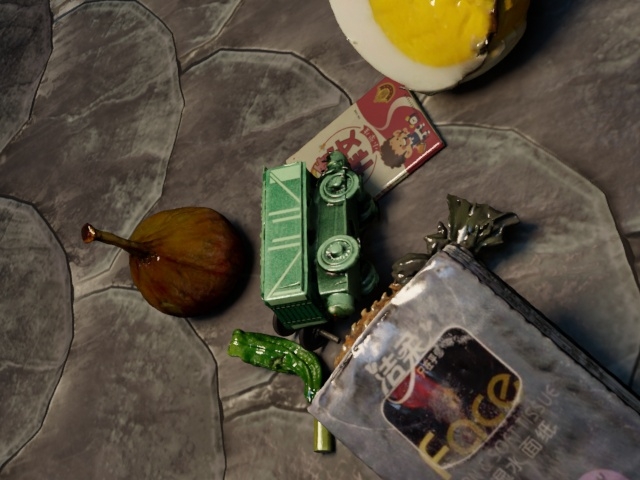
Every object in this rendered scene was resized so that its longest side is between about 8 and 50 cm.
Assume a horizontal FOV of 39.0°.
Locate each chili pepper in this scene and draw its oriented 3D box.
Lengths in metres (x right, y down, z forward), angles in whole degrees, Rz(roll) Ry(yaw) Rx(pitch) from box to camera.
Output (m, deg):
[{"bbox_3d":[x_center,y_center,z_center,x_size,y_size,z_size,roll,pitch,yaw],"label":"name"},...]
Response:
[{"bbox_3d":[-0.055,0.179,1.327,0.182,0.073,0.050,22,111,33],"label":"chili pepper"}]

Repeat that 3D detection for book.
[{"bbox_3d":[0.063,-0.133,1.385,0.232,0.022,0.162,-38,56,18],"label":"book"}]

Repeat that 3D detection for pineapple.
[{"bbox_3d":[0.148,0.083,1.176,0.310,0.141,0.170,-58,27,-5],"label":"pineapple"}]

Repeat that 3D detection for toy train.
[{"bbox_3d":[0.000,0.000,1.283,0.154,0.115,0.269,-15,56,20],"label":"toy train"}]

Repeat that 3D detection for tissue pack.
[{"bbox_3d":[0.197,0.208,1.013,0.361,0.122,0.259,42,104,9],"label":"tissue pack"}]

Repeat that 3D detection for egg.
[{"bbox_3d":[0.170,-0.392,1.282,0.337,0.201,0.337,24,129,34],"label":"egg"}]

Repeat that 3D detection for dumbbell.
[{"bbox_3d":[-0.025,0.119,1.325,0.147,0.069,0.069,24,88,39],"label":"dumbbell"}]

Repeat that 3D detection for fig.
[{"bbox_3d":[-0.256,0.038,1.401,0.190,0.290,0.191,9,104,41],"label":"fig"}]

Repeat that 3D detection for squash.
[{"bbox_3d":[0.003,0.257,1.281,0.027,0.027,0.083,-15,65,31],"label":"squash"}]
